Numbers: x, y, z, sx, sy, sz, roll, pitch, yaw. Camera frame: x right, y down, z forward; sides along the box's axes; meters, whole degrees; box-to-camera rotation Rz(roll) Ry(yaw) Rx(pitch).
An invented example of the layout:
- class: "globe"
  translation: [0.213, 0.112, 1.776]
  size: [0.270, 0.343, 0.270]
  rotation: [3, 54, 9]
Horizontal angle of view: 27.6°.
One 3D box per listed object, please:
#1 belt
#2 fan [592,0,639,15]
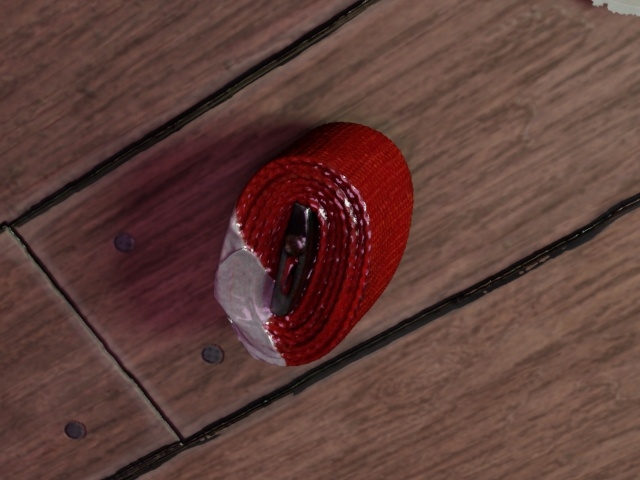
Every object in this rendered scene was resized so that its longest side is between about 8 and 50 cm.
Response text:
- class: "belt"
  translation: [0.000, 0.000, 1.076]
  size: [0.128, 0.124, 0.201]
  rotation: [27, 122, 13]
- class: "fan"
  translation: [0.249, -0.321, 0.862]
  size: [0.233, 0.012, 0.414]
  rotation: [31, 137, 12]
